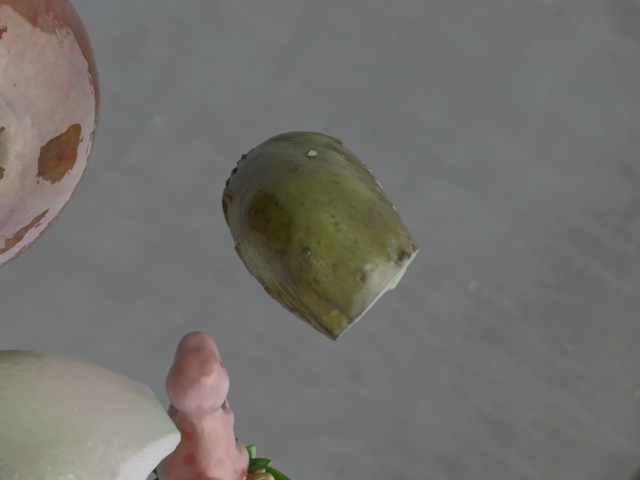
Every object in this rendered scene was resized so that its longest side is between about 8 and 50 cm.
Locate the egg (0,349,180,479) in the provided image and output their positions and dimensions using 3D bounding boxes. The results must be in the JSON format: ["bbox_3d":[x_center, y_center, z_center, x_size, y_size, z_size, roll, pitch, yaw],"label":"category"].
[{"bbox_3d":[-0.204,0.177,1.029,0.162,0.206,0.271,110,-7,-69],"label":"egg"}]

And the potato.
[{"bbox_3d":[0.000,0.000,1.477,0.141,0.176,0.298,-52,-159,12],"label":"potato"}]

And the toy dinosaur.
[{"bbox_3d":[-0.098,0.204,1.632,0.177,0.152,0.194,92,2,-63],"label":"toy dinosaur"}]

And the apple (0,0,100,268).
[{"bbox_3d":[-0.344,-0.106,1.410,0.345,0.269,0.344,-13,135,-13],"label":"apple"}]
